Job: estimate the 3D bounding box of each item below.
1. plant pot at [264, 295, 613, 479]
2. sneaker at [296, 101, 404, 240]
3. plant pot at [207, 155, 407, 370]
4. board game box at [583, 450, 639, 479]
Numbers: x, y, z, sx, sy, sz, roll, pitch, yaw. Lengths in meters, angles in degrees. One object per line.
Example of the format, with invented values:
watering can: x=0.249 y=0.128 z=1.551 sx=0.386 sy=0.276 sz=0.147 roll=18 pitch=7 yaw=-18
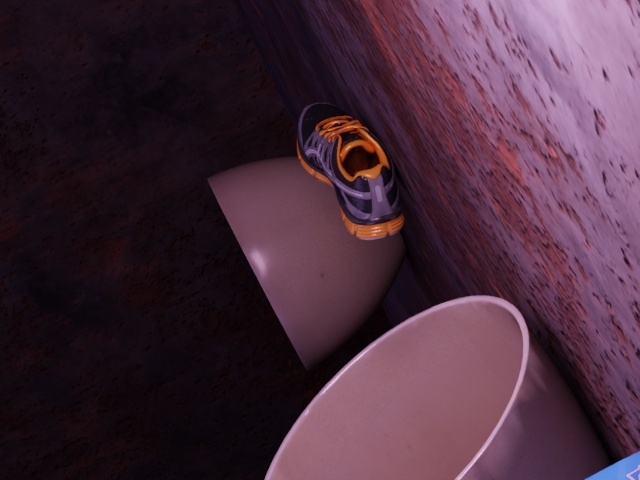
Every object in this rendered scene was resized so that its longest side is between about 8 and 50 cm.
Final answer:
plant pot: x=0.136 y=0.227 z=1.256 sx=0.274 sy=0.256 sz=0.256 roll=46 pitch=-176 yaw=-20
sneaker: x=0.033 y=-0.093 z=1.772 sx=0.215 sy=0.084 sz=0.083 roll=-124 pitch=19 yaw=-46
plant pot: x=0.000 y=0.000 z=2.166 sx=0.284 sy=0.191 sz=0.284 roll=62 pitch=179 yaw=3
board game box: x=0.261 y=0.325 z=1.013 sx=0.302 sy=0.086 sz=0.308 roll=61 pitch=178 yaw=38
